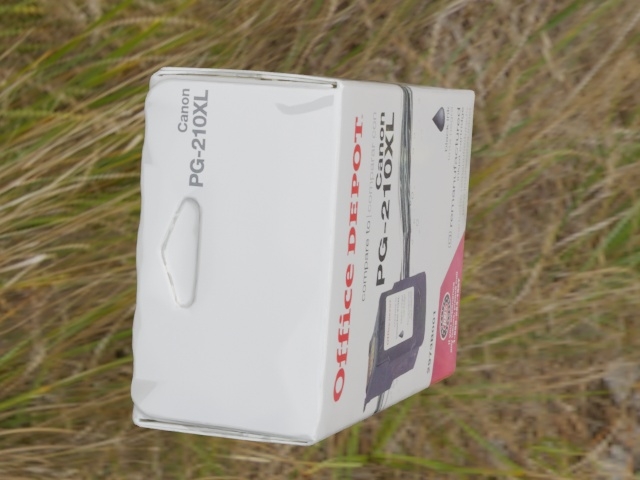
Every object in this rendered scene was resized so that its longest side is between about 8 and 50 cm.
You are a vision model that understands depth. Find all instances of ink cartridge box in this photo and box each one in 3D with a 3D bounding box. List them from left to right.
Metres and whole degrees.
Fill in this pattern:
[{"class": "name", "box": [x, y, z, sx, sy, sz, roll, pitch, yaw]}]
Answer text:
[{"class": "ink cartridge box", "box": [0.000, 0.000, 0.820, 0.100, 0.237, 0.172, 6, 96, 20]}]
